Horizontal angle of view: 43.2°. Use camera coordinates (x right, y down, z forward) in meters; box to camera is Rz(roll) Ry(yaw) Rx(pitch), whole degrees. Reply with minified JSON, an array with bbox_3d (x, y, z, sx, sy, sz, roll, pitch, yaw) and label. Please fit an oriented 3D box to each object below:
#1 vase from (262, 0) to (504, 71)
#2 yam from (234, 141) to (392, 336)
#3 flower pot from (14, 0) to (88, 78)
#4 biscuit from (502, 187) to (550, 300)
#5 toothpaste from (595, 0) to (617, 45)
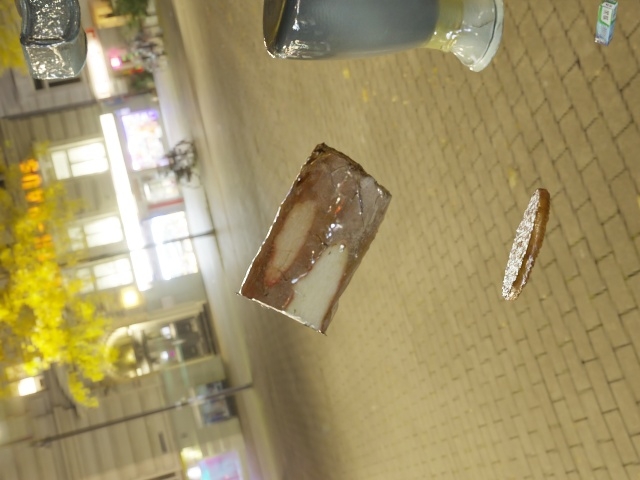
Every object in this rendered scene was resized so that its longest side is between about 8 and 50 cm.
[{"bbox_3d":[0.090,-0.322,1.142,0.173,0.321,0.173,-175,90,-72],"label":"vase"},{"bbox_3d":[-0.001,-0.001,1.062,0.128,0.238,0.129,28,-178,26],"label":"yam"},{"bbox_3d":[-0.445,-0.386,1.312,0.108,0.103,0.229,120,135,-71],"label":"flower pot"},{"bbox_3d":[0.327,0.008,1.276,0.188,0.027,0.188,18,-90,-83],"label":"biscuit"},{"bbox_3d":[0.405,-0.310,1.148,0.020,0.017,0.083,29,167,24],"label":"toothpaste"}]
